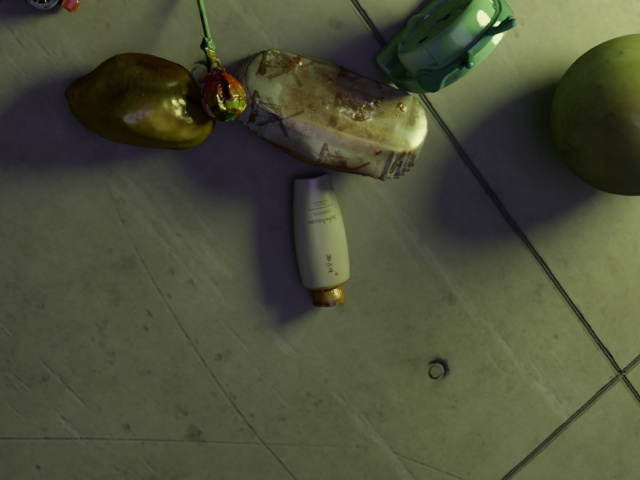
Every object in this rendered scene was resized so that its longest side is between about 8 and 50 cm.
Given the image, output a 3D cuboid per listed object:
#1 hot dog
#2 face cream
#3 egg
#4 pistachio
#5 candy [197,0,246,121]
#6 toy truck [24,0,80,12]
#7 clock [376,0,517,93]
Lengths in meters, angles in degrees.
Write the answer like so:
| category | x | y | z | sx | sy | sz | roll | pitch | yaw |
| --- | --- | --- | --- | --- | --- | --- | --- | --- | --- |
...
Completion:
| category | x | y | z | sx | sy | sz | roll | pitch | yaw |
| --- | --- | --- | --- | --- | --- | --- | --- | --- | --- |
| hot dog | 0.012 | -0.161 | 1.299 | 0.268 | 0.075 | 0.144 | 22 | 71 | -13 |
| face cream | 0.000 | 0.000 | 1.361 | 0.072 | 0.051 | 0.182 | -12 | 106 | -18 |
| egg | 0.452 | -0.175 | 1.373 | 0.295 | 0.218 | 0.218 | -14 | 106 | -27 |
| pistachio | -0.215 | -0.167 | 1.233 | 0.189 | 0.110 | 0.100 | 14 | 129 | -19 |
| candy | -0.135 | -0.240 | 1.242 | 0.060 | 0.060 | 0.201 | -11 | 77 | -14 |
| toy truck | -0.373 | -0.361 | 1.141 | 0.253 | 0.107 | 0.114 | 32 | 94 | -20 |
| clock | 0.169 | -0.258 | 1.271 | 0.159 | 0.211 | 0.066 | -45 | 111 | -5 |
